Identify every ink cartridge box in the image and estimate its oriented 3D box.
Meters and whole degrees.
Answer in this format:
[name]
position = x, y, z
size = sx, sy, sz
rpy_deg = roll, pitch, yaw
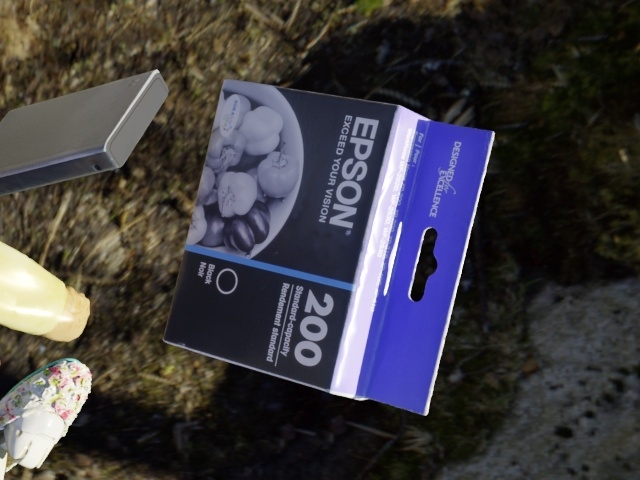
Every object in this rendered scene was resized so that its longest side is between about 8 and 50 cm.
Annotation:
[ink cartridge box]
position = 0.000, 0.000, 0.805
size = 0.208, 0.045, 0.206
rpy_deg = 12, 88, 28

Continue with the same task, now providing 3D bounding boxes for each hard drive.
[hard drive]
position = -0.180, -0.071, 0.783
size = 0.022, 0.135, 0.094
rpy_deg = 61, 33, -32

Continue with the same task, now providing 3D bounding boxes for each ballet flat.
[ballet flat]
position = -0.327, 0.217, 1.166
size = 0.241, 0.077, 0.091
rpy_deg = -36, 137, 10

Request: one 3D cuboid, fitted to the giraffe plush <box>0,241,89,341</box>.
[giraffe plush]
position = -0.193, 0.006, 0.359
size = 0.181, 0.210, 0.170
rpy_deg = 1, 47, -45
